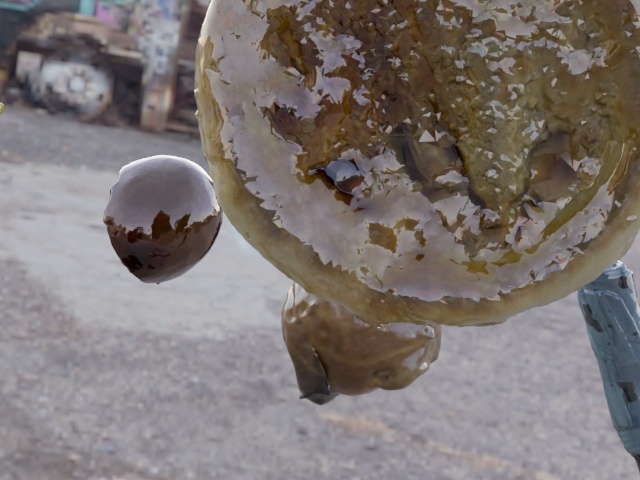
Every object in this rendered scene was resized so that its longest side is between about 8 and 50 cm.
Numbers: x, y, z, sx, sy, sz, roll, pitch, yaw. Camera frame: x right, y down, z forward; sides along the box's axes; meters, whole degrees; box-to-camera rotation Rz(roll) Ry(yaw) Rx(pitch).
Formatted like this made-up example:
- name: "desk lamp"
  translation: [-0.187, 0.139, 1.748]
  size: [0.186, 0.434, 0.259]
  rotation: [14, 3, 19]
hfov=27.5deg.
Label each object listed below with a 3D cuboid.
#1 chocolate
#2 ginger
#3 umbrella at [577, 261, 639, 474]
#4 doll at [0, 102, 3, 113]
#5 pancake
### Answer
- name: "chocolate"
  translation: [-0.161, -0.015, 1.285]
  size: [0.124, 0.127, 0.133]
  rotation: [33, 31, -27]
- name: "ginger"
  translation: [0.060, 0.099, 1.790]
  size: [0.223, 0.200, 0.269]
  rotation: [-20, 3, 15]
- name: "umbrella"
  translation: [0.288, 0.136, 1.209]
  size: [0.053, 0.250, 0.052]
  rotation: [-21, 14, -21]
- name: "doll"
  translation: [-0.521, -0.214, 1.676]
  size: [0.252, 0.237, 0.111]
  rotation: [-4, 50, 1]
- name: "pancake"
  translation: [0.081, -0.102, 0.916]
  size: [0.356, 0.356, 0.065]
  rotation: [10, 6, 4]
